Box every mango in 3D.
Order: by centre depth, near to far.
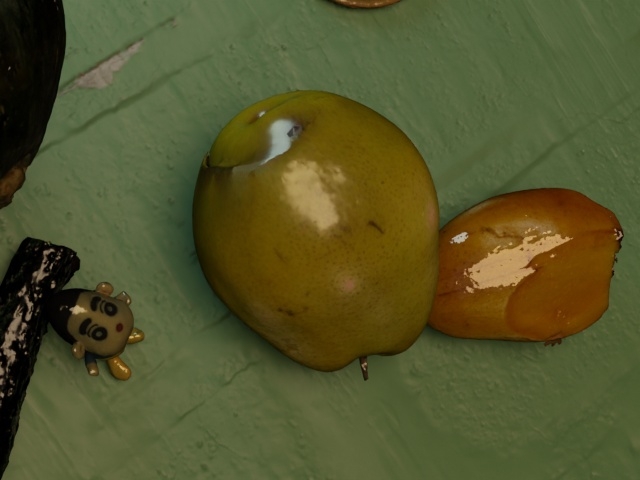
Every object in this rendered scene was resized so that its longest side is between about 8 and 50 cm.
[{"bbox_3d":[0.226,0.032,2.090,0.257,0.138,0.187,-3,103,-17],"label":"mango"}]

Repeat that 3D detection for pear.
[{"bbox_3d":[0.007,-0.006,1.938,0.336,0.285,0.285,45,71,-6],"label":"pear"}]

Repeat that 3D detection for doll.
[{"bbox_3d":[-0.242,0.100,1.895,0.089,0.179,0.102,12,76,27],"label":"doll"}]

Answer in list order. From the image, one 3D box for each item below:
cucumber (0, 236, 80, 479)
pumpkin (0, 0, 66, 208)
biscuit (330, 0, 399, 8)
[{"bbox_3d":[-0.349,0.144,1.883,0.072,0.081,0.303,47,56,-56],"label":"cucumber"},{"bbox_3d":[-0.444,-0.142,1.693,0.344,0.454,0.454,27,75,-5],"label":"pumpkin"},{"bbox_3d":[0.068,-0.362,2.135,0.220,0.029,0.142,-27,93,-21],"label":"biscuit"}]
